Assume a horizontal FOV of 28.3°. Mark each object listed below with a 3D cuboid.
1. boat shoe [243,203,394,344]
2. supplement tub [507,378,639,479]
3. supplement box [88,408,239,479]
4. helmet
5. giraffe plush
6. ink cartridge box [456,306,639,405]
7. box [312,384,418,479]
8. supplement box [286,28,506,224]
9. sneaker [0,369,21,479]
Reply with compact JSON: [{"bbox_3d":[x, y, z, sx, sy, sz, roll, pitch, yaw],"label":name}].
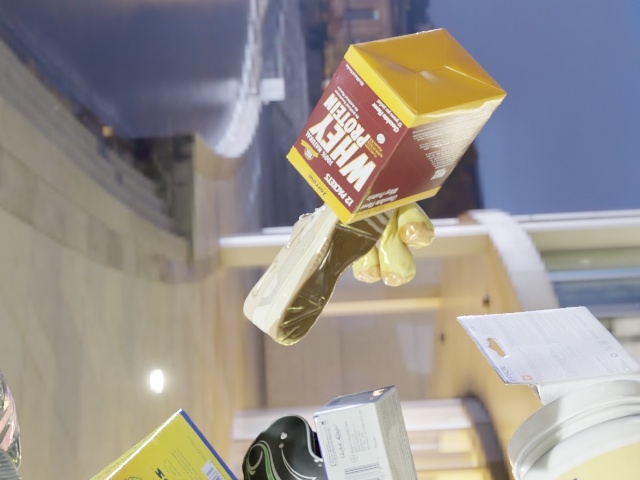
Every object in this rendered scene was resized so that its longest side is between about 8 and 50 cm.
[{"bbox_3d":[0.000,0.000,1.785,0.302,0.098,0.109,-56,141,-1],"label":"boat shoe"},{"bbox_3d":[0.374,0.356,1.491,0.241,0.241,0.331,88,-15,-52],"label":"supplement tub"},{"bbox_3d":[-0.223,0.370,1.519,0.195,0.194,0.356,52,10,0],"label":"supplement box"},{"bbox_3d":[-0.005,0.307,1.558,0.161,0.169,0.169,50,-25,36],"label":"helmet"},{"bbox_3d":[0.070,-0.044,2.019,0.170,0.181,0.210,17,84,-52],"label":"giraffe plush"},{"bbox_3d":[0.342,0.173,1.915,0.223,0.224,0.045,-119,-151,-63],"label":"ink cartridge box"},{"bbox_3d":[0.052,0.232,1.372,0.137,0.072,0.126,-5,81,-76],"label":"box"},{"bbox_3d":[0.096,-0.148,1.630,0.129,0.191,0.194,50,-48,21],"label":"supplement box"},{"bbox_3d":[-0.469,0.212,1.704,0.319,0.112,0.131,97,-14,-46],"label":"sneaker"}]
